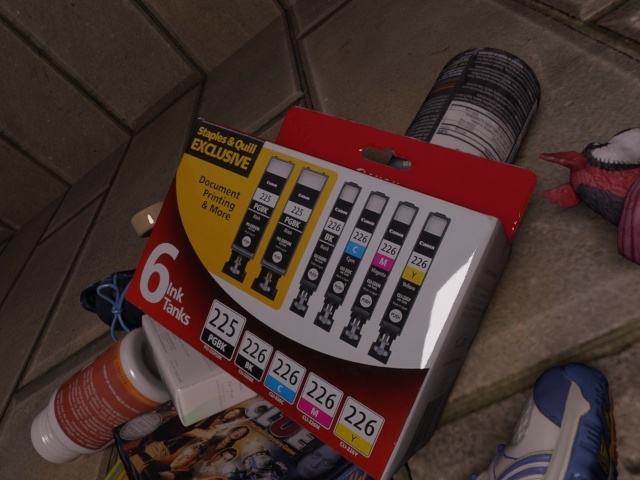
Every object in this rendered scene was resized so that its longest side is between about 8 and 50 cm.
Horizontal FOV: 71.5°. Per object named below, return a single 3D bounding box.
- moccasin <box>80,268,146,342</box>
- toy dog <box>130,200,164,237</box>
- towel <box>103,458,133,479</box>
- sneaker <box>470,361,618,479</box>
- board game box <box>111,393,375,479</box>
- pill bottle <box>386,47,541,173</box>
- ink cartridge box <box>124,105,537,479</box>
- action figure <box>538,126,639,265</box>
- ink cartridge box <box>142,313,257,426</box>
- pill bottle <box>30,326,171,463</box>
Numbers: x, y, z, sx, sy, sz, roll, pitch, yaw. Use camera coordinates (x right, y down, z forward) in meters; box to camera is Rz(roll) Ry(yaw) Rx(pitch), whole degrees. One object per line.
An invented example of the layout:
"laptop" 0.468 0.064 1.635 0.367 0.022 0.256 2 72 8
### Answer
"moccasin" -0.334 0.119 0.784 0.117 0.137 0.342 -15 1 -40
"toy dog" -0.170 -0.047 0.783 0.334 0.220 0.161 -8 16 30
"towel" -0.237 0.377 0.529 0.237 0.021 0.102 23 77 52
"sneaker" 0.099 0.206 0.291 0.131 0.112 0.296 6 58 48
"board game box" -0.088 0.214 0.445 0.165 0.042 0.243 -19 17 -37
"pill bottle" 0.158 -0.100 0.531 0.130 0.130 0.245 8 59 48
"ink cartridge box" 0.000 0.000 0.425 0.309 0.130 0.272 24 92 29
"action figure" 0.325 -0.009 0.272 0.370 0.248 0.275 7 86 47
"ink cartridge box" -0.096 0.121 0.575 0.225 0.056 0.181 -13 24 -29
"pill bottle" -0.315 0.234 0.662 0.216 0.121 0.121 -36 36 10
